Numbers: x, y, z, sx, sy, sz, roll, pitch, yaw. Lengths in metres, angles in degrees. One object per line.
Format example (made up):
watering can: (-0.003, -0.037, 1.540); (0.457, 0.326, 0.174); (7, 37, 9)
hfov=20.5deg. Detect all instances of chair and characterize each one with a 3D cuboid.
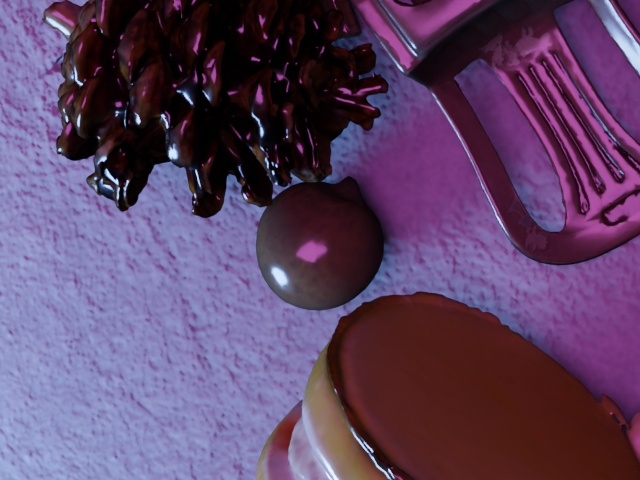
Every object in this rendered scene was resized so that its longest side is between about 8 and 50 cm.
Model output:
chair: (0.141, -0.147, 1.297); (0.175, 0.183, 0.326); (-33, 79, 13)

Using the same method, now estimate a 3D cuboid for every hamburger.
hamburger: (0.101, 0.200, 1.279); (0.303, 0.261, 0.186); (36, 121, 18)

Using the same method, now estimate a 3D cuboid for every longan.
longan: (0.000, 0.000, 1.406); (0.113, 0.092, 0.113); (-12, 62, 24)

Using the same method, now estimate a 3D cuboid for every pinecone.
pinecone: (-0.091, -0.128, 1.360); (0.257, 0.243, 0.243); (29, 101, 29)

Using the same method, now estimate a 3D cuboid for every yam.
yam: (-0.003, -0.231, 1.432); (0.032, 0.032, 0.145); (-22, 84, 20)

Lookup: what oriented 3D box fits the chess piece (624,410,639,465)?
chess piece: (0.356, 0.096, 1.267); (0.307, 0.124, 0.139); (-27, 112, 23)
